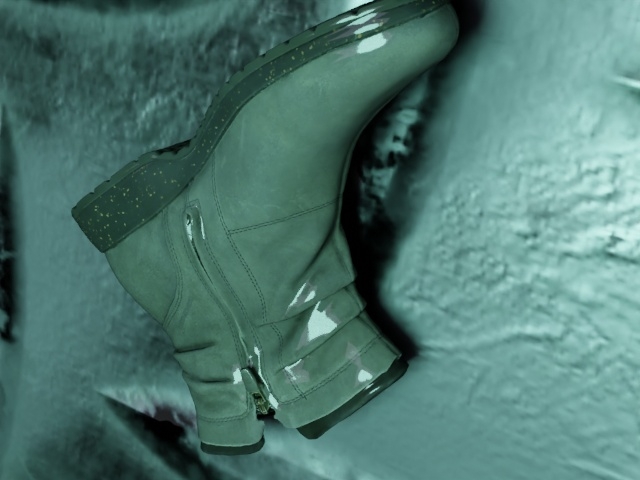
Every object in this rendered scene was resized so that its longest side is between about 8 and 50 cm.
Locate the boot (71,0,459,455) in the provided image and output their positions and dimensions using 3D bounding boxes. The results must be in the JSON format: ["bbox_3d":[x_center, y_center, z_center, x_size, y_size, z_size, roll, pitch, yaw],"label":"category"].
[{"bbox_3d":[0.000,0.000,0.501,0.246,0.083,0.161,-32,90,37],"label":"boot"}]
